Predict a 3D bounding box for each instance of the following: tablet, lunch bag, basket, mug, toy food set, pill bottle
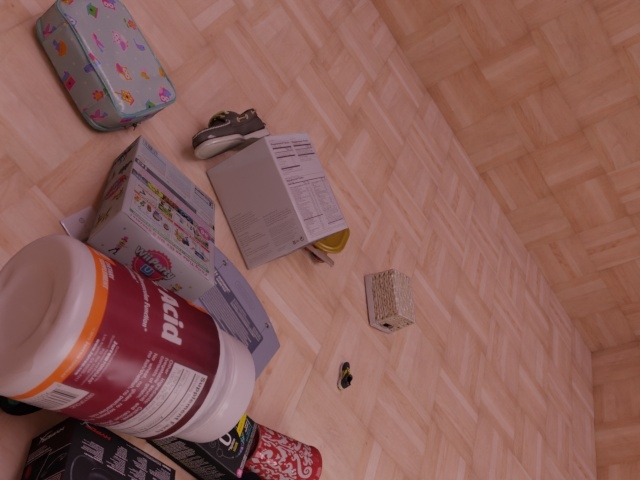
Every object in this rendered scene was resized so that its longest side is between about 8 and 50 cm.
[{"bbox_3d":[-0.449,-0.029,1.238,0.054,0.006,0.083,60,33,-9],"label":"tablet"},{"bbox_3d":[-0.439,-0.368,1.372,0.279,0.108,0.224,61,30,-9],"label":"lunch bag"},{"bbox_3d":[0.210,0.177,1.954,0.113,0.103,0.167,28,48,-45],"label":"basket"},{"bbox_3d":[-0.094,0.463,1.339,0.169,0.113,0.150,38,40,-31],"label":"mug"},{"bbox_3d":[0.000,0.000,1.812,0.128,0.071,0.218,34,37,-4],"label":"toy food set"},{"bbox_3d":[-0.288,0.170,0.990,0.392,0.224,0.224,40,41,-47],"label":"pill bottle"}]

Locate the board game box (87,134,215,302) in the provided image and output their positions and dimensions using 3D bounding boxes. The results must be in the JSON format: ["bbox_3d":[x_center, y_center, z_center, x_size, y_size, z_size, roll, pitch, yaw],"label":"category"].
[{"bbox_3d":[-0.312,-0.040,1.270,0.224,0.097,0.303,44,17,-29],"label":"board game box"}]

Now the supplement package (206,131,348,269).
[{"bbox_3d":[-0.102,-0.100,1.596,0.198,0.199,0.263,-21,88,-58],"label":"supplement package"}]

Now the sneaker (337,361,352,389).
[{"bbox_3d":[0.071,0.352,1.707,0.031,0.035,0.083,45,38,-30],"label":"sneaker"}]

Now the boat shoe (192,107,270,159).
[{"bbox_3d":[-0.230,-0.270,1.612,0.091,0.109,0.305,63,27,-3],"label":"boat shoe"}]

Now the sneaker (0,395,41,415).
[{"bbox_3d":[-0.438,0.188,1.073,0.223,0.098,0.083,-45,132,-33],"label":"sneaker"}]

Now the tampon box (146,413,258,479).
[{"bbox_3d":[-0.219,0.360,1.230,0.161,0.101,0.120,48,37,-26],"label":"tampon box"}]

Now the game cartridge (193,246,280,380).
[{"bbox_3d":[-0.209,0.160,1.418,0.297,0.062,0.198,58,29,-12],"label":"game cartridge"}]

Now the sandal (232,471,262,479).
[{"bbox_3d":[-0.189,0.494,1.174,0.254,0.054,0.097,-17,58,-49],"label":"sandal"}]

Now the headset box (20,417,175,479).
[{"bbox_3d":[-0.330,0.434,0.939,0.218,0.110,0.293,47,20,-34],"label":"headset box"}]
